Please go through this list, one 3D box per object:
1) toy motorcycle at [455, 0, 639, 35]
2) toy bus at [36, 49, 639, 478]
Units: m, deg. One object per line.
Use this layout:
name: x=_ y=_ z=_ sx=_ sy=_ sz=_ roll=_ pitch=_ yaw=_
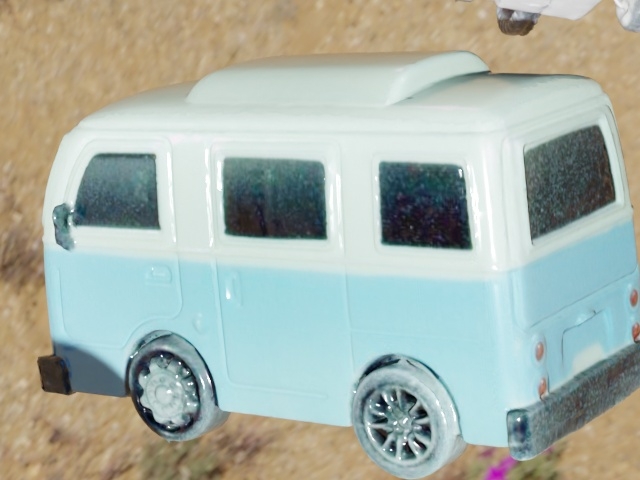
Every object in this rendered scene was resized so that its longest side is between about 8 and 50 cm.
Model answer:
toy motorcycle: x=0.145 y=-0.212 z=0.970 sx=0.110 sy=0.260 sz=0.171 roll=10 pitch=80 yaw=-8
toy bus: x=0.000 y=0.000 z=0.789 sx=0.133 sy=0.271 sz=0.165 roll=-22 pitch=110 yaw=-52
